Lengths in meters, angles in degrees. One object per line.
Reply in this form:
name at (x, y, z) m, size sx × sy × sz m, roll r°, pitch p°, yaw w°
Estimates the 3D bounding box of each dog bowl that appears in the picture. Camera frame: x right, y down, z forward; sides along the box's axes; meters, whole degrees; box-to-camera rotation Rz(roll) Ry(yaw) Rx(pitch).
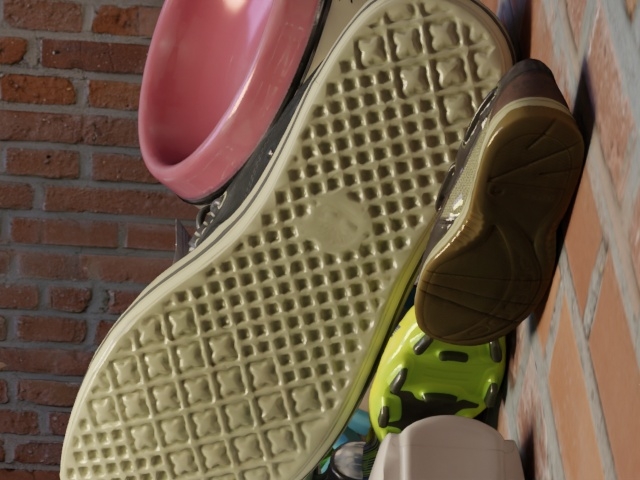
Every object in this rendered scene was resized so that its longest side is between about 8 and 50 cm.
dog bowl at (-0.050, -0.201, 1.981) m, size 0.408 × 0.150 × 0.408 m, roll -44°, pitch 37°, yaw 45°

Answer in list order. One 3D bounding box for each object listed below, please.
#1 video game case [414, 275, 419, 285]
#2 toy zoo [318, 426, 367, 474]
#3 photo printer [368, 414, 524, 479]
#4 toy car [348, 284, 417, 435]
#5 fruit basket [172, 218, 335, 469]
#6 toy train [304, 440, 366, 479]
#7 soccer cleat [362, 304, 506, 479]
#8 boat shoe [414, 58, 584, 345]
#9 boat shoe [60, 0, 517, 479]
video game case at (0.098, -0.021, 1.808) m, size 0.087 × 0.011 × 0.122 m, roll 123°, pitch 150°, yaw -82°
toy zoo at (-0.023, 0.133, 1.798) m, size 0.030 × 0.192 × 0.293 m, roll -19°, pitch 25°, yaw 47°
photo printer at (0.069, 0.294, 1.325) m, size 0.307 × 0.107 × 0.256 m, roll 102°, pitch 171°, yaw -61°
toy car at (0.047, 0.011, 1.662) m, size 0.238 × 0.210 × 0.219 m, roll -58°, pitch -9°, yaw -20°
fruit basket at (-0.078, 0.167, 2.109) m, size 0.353 × 0.165 × 0.327 m, roll 53°, pitch -173°, yaw -16°
toy train at (0.012, 0.333, 1.640) m, size 0.190 × 0.142 × 0.334 m, roll -70°, pitch -11°, yaw -53°
soccer cleat at (0.077, 0.112, 1.443) m, size 0.289 × 0.093 × 0.121 m, roll 97°, pitch 172°, yaw -50°
boat shoe at (0.114, -0.021, 1.221) m, size 0.223 × 0.080 × 0.073 m, roll 106°, pitch 173°, yaw -48°
boat shoe at (-0.019, 0.028, 1.455) m, size 0.500 × 0.187 × 0.156 m, roll -57°, pitch -2°, yaw 10°
